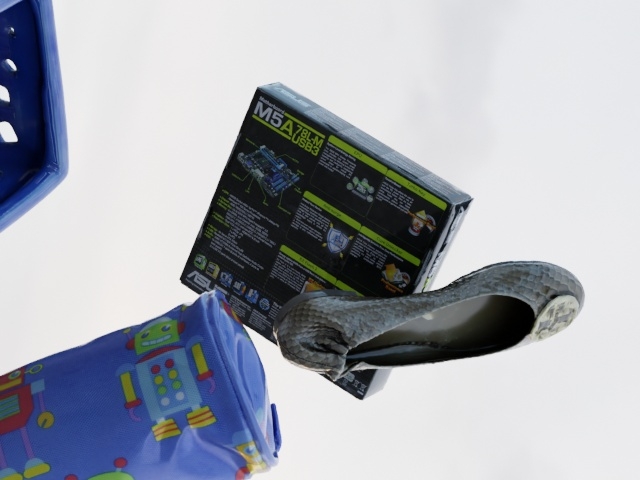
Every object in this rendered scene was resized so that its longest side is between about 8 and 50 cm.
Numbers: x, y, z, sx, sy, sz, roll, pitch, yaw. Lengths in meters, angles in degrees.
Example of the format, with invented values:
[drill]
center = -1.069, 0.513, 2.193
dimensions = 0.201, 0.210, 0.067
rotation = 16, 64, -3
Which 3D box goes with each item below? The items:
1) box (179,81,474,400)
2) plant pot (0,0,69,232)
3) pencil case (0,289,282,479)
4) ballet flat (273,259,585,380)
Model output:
[box]
center = 0.000, 0.000, 1.432
dimensions = 0.191, 0.045, 0.184
rotation = 31, -69, 20
[plant pot]
center = -0.385, -0.126, 1.651
dimensions = 0.212, 0.236, 0.236
rotation = 20, -49, 25
[pencil case]
center = -0.172, 0.145, 1.186
dimensions = 0.119, 0.306, 0.133
rotation = -104, 168, -53
[ballet flat]
center = 0.087, 0.064, 1.331
dimensions = 0.058, 0.250, 0.084
rotation = -123, -143, -47
